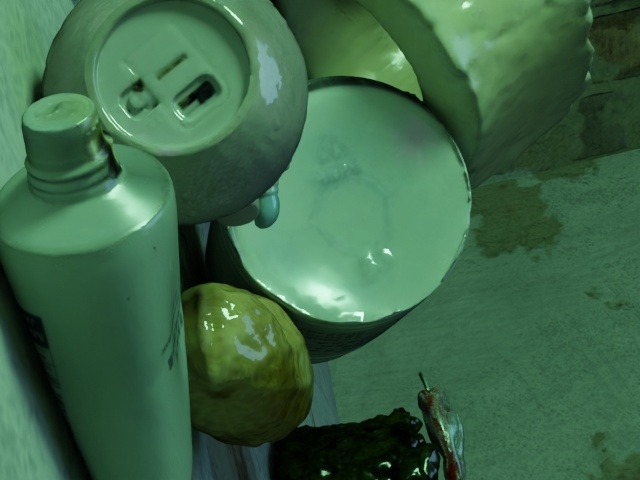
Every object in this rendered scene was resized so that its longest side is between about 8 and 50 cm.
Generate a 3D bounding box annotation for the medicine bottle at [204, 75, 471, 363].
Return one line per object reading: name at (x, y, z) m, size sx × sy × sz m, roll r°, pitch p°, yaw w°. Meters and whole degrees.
medicine bottle at (0.000, 0.000, 1.085) m, size 0.332 × 0.190 × 0.190 m, roll 123°, pitch -46°, yaw -76°

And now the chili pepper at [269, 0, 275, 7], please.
chili pepper at (-0.122, -0.246, 1.059) m, size 0.264 × 0.116 × 0.148 m, roll 58°, pitch -7°, yaw 45°

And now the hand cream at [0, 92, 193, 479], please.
hand cream at (-0.085, 0.080, 0.612) m, size 0.124 × 0.078 × 0.340 m, roll -103°, pitch -177°, yaw -51°

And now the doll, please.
doll at (-0.079, -0.071, 0.773) m, size 0.287 × 0.151 × 0.151 m, roll 102°, pitch -25°, yaw -85°

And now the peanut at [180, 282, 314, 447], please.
peanut at (-0.059, 0.084, 0.875) m, size 0.226 × 0.095 × 0.108 m, roll 59°, pitch 22°, yaw -75°

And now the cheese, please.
cheese at (0.079, -0.183, 1.072) m, size 0.292 × 0.153 × 0.332 m, roll 45°, pitch -13°, yaw 28°

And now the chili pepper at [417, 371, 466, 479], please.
chili pepper at (0.142, 0.220, 1.467) m, size 0.050 × 0.041 × 0.153 m, roll 14°, pitch 45°, yaw -39°

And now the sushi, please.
sushi at (0.066, 0.365, 1.461) m, size 0.294 × 0.178 × 0.352 m, roll -103°, pitch -179°, yaw -77°
